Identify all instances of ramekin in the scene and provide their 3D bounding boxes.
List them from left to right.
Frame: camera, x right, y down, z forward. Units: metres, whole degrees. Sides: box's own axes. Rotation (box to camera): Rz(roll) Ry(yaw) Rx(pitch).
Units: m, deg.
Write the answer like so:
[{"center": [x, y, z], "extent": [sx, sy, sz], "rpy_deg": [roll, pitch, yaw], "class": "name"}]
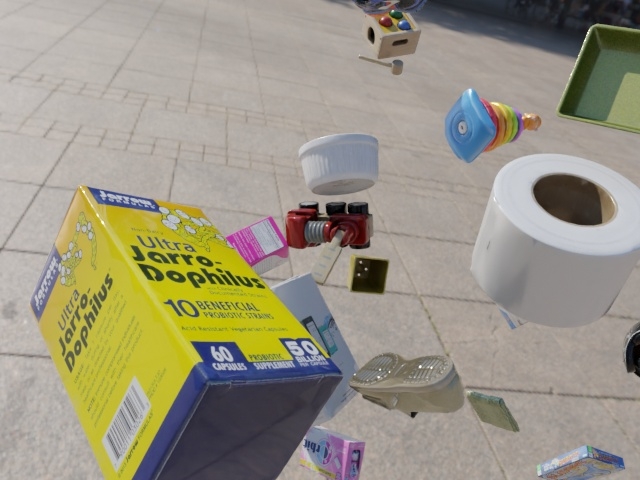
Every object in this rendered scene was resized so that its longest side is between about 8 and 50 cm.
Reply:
[{"center": [0.051, -0.186, 1.479], "extent": [0.207, 0.109, 0.207], "rpy_deg": [-6, -9, -1], "class": "ramekin"}]

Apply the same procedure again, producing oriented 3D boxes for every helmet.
[{"center": [0.845, 0.280, 1.462], "extent": [0.169, 0.169, 0.161], "rpy_deg": [34, 17, 34], "class": "helmet"}]

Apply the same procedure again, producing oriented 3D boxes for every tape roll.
[{"center": [0.385, -0.004, 0.949], "extent": [0.246, 0.169, 0.246], "rpy_deg": [2, 44, -2], "class": "tape roll"}]

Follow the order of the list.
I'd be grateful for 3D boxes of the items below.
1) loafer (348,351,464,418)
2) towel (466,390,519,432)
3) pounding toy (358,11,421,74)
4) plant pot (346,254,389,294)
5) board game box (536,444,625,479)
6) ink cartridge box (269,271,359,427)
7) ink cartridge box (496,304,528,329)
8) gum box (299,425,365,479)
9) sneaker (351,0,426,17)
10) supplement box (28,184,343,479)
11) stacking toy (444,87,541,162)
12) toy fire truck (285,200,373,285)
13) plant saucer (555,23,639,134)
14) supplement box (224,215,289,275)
[{"center": [0.145, 0.258, 1.014], "extent": [0.102, 0.092, 0.268], "rpy_deg": [-37, 9, -28], "class": "loafer"}, {"center": [0.445, 0.441, 1.505], "extent": [0.110, 0.148, 0.027], "rpy_deg": [3, 49, 47], "class": "towel"}, {"center": [0.197, -0.583, 1.695], "extent": [0.181, 0.094, 0.206], "rpy_deg": [-14, 59, -16], "class": "pounding toy"}, {"center": [0.099, 0.070, 1.308], "extent": [0.081, 0.082, 0.083], "rpy_deg": [6, 9, -13], "class": "plant pot"}, {"center": [0.747, 0.656, 1.683], "extent": [0.136, 0.201, 0.035], "rpy_deg": [22, 47, -14], "class": "board game box"}, {"center": [-0.076, 0.237, 1.194], "extent": [0.270, 0.198, 0.197], "rpy_deg": [62, 26, 5], "class": "ink cartridge box"}, {"center": [0.563, 0.155, 1.639], "extent": [0.086, 0.203, 0.148], "rpy_deg": [-25, 75, -7], "class": "ink cartridge box"}, {"center": [0.033, 0.567, 1.543], "extent": [0.062, 0.107, 0.188], "rpy_deg": [17, -11, -39], "class": "gum box"}, {"center": [0.137, -0.496, 1.158], "extent": [0.087, 0.083, 0.221], "rpy_deg": [3, 2, -37], "class": "sneaker"}, {"center": [-0.180, 0.115, 0.706], "extent": [0.194, 0.195, 0.356], "rpy_deg": [10, 26, -48], "class": "supplement box"}, {"center": [0.532, -0.342, 1.715], "extent": [0.301, 0.166, 0.175], "rpy_deg": [-10, 66, -26], "class": "stacking toy"}, {"center": [0.000, 0.000, 1.460], "extent": [0.217, 0.159, 0.246], "rpy_deg": [3, 14, 23], "class": "toy fire truck"}, {"center": [0.526, -0.264, 0.992], "extent": [0.188, 0.188, 0.045], "rpy_deg": [21, -9, 27], "class": "plant saucer"}, {"center": [-0.207, 0.041, 1.625], "extent": [0.220, 0.111, 0.114], "rpy_deg": [-25, 69, -16], "class": "supplement box"}]
